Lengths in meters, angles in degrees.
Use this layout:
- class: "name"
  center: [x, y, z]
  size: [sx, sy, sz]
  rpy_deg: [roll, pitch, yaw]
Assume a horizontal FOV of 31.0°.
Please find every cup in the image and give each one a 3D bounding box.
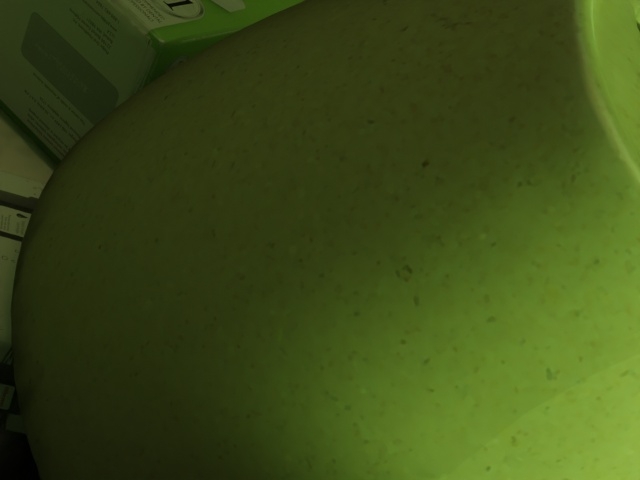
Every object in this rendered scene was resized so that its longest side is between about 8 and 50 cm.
- class: "cup"
  center: [0.076, 0.014, 0.472]
  size: [0.331, 0.237, 0.331]
  rpy_deg: [21, 51, -29]

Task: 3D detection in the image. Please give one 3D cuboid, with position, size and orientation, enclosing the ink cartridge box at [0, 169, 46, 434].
- class: "ink cartridge box"
  center: [-0.144, 0.025, 0.530]
  size: [0.151, 0.063, 0.109]
  rpy_deg: [16, 39, -18]

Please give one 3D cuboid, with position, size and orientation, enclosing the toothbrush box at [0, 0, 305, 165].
- class: "toothbrush box"
  center: [-0.087, -0.162, 0.741]
  size: [0.206, 0.122, 0.283]
  rpy_deg: [43, 39, 18]
